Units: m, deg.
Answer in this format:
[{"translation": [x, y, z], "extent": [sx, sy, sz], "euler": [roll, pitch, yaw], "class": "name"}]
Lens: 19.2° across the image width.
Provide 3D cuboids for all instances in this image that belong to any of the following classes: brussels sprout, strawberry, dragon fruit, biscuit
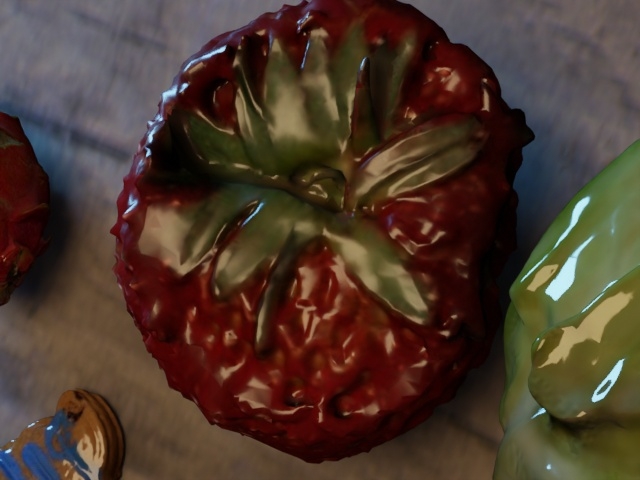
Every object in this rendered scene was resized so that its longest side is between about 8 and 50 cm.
[{"translation": [0.256, 0.081, 0.949], "extent": [0.328, 0.247, 0.328], "euler": [-15, 58, 26], "class": "brussels sprout"}, {"translation": [-0.004, -0.002, 1.121], "extent": [0.261, 0.257, 0.261], "euler": [-1, 76, 5], "class": "strawberry"}, {"translation": [-0.249, -0.036, 1.281], "extent": [0.136, 0.133, 0.166], "euler": [-16, 65, 15], "class": "dragon fruit"}, {"translation": [-0.217, 0.227, 1.282], "extent": [0.183, 0.043, 0.280], "euler": [32, 95, 30], "class": "biscuit"}]
